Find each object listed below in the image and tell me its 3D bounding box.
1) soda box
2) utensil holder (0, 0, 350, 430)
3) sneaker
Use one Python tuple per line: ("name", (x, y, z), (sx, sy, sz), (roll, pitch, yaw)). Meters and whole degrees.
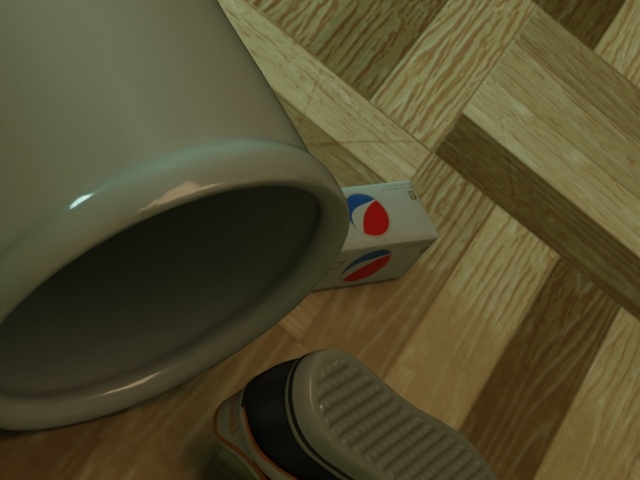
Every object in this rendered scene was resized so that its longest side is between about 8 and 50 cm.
("soda box", (0.000, 0.000, 1.766), (0.216, 0.074, 0.069), (-8, 61, -40))
("utensil holder", (-0.210, -0.098, 1.518), (0.328, 0.327, 0.385), (-11, 61, -41))
("sneaker", (0.042, 0.201, 1.609), (0.321, 0.127, 0.126), (45, 42, -33))
